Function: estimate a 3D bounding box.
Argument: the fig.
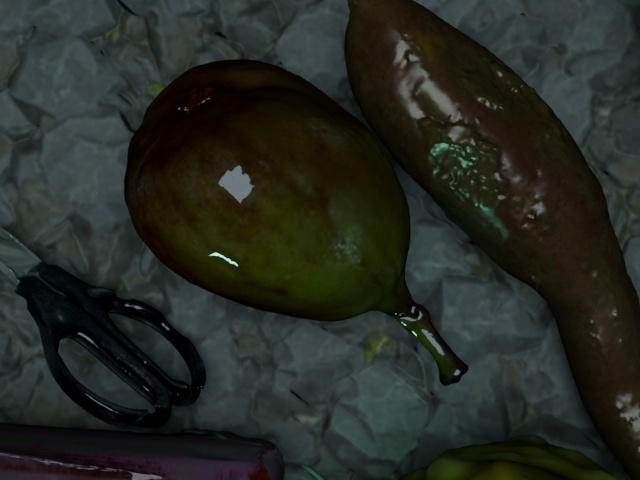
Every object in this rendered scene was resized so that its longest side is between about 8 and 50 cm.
[{"bbox_3d":[0.002,-0.001,0.766,0.274,0.170,0.145,41,105,-17],"label":"fig"}]

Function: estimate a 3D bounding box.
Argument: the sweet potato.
[{"bbox_3d":[0.144,-0.013,0.792,0.109,0.109,0.385,-37,97,-2],"label":"sweet potato"}]

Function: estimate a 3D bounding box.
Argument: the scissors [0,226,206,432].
[{"bbox_3d":[-0.203,0.015,0.797,0.300,0.109,0.022,42,122,9],"label":"scissors"}]

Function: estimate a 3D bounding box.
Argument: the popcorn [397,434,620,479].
[{"bbox_3d":[0.114,0.259,0.693,0.279,0.335,0.275,24,100,21],"label":"popcorn"}]

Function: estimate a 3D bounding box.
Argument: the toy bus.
[{"bbox_3d":[-0.170,0.181,0.759,0.302,0.147,0.128,5,83,-2],"label":"toy bus"}]
